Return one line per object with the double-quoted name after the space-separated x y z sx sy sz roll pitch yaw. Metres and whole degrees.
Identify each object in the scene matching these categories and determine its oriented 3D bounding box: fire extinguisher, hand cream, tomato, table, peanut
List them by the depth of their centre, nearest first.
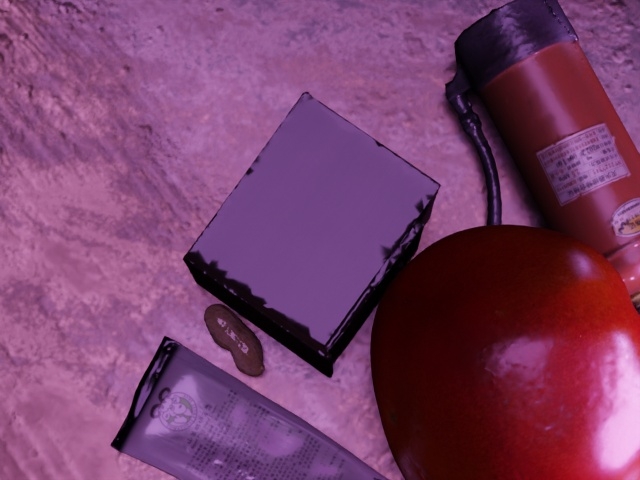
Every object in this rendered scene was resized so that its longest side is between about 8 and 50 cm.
0.165 0.125 1.564 0.226 0.298 0.298 -10 81 -15 "tomato"
0.000 0.000 1.676 0.172 0.169 0.193 35 82 6 "table"
-0.037 0.221 1.702 0.336 0.076 0.121 28 77 11 "hand cream"
0.240 -0.040 1.726 0.200 0.113 0.376 -36 78 38 "fire extinguisher"
-0.082 0.097 1.728 0.037 0.037 0.083 -36 82 -5 "peanut"
